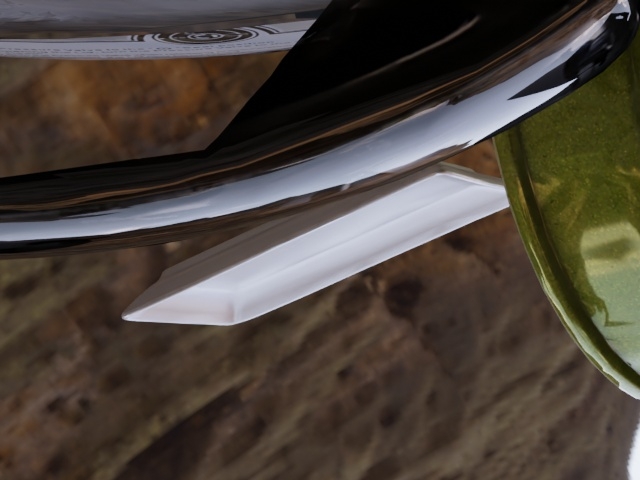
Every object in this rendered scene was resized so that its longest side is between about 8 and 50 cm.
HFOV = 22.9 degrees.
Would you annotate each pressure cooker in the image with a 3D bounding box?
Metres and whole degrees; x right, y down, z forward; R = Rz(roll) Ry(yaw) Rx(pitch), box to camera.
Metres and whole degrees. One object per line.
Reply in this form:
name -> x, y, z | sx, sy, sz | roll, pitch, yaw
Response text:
pressure cooker -> -0.088, -0.204, 0.373 | 0.370, 0.375, 0.420 | -8, -101, 48

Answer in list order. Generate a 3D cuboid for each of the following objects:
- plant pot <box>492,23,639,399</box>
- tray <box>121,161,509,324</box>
plant pot -> 0.325, -0.108, 0.782 | 0.353, 0.366, 0.366 | -8, -136, 39
tray -> 0.000, 0.000, 1.105 | 0.270, 0.145, 0.030 | -24, -106, 27
